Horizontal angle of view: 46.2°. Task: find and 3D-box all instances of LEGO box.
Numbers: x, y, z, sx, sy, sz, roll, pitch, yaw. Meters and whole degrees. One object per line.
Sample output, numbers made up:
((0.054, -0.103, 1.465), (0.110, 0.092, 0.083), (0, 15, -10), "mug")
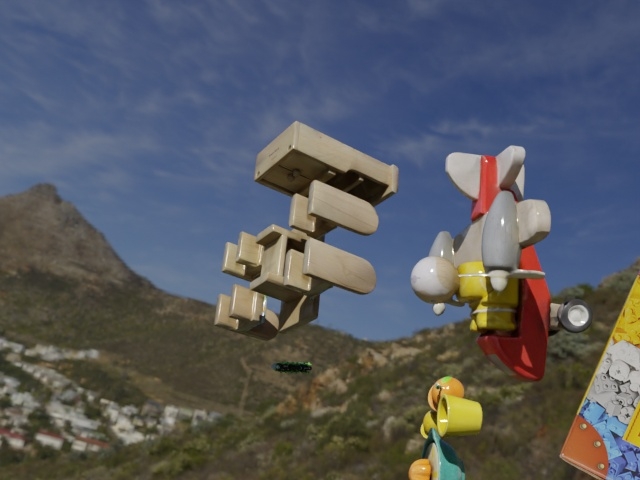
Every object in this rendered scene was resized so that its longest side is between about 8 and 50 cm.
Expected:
((0.532, 0.141, 1.076), (0.193, 0.372, 0.500), (24, 6, 24), "LEGO box")

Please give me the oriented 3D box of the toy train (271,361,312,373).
((-0.043, 0.187, 1.111), (0.024, 0.017, 0.083), (4, -7, 36), "toy train")

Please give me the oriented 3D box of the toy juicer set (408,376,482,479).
((0.192, 0.392, 1.314), (0.090, 0.329, 0.209), (6, 14, -5), "toy juicer set")

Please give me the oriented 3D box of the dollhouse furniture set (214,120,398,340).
((0.000, 0.000, 0.942), (0.161, 0.242, 0.212), (22, -33, -28), "dollhouse furniture set")

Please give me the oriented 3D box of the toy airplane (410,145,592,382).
((0.285, 0.022, 1.348), (0.272, 0.384, 0.386), (-15, -53, -10), "toy airplane")
